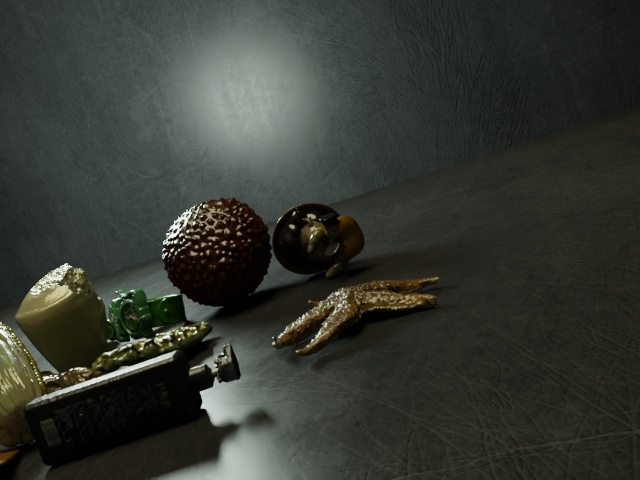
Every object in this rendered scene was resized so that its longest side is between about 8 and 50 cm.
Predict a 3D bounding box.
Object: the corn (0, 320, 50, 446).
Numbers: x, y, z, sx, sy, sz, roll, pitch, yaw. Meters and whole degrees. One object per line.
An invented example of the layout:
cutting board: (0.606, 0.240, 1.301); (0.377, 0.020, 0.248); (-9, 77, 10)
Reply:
corn: (-0.566, 0.242, 1.213); (0.122, 0.123, 0.305); (-43, 41, -14)

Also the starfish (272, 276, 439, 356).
starfish: (0.063, 0.113, 1.193); (0.303, 0.060, 0.299); (-18, 6, 6)

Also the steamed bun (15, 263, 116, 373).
steamed bun: (-0.551, 0.187, 1.567); (0.170, 0.225, 0.200); (-19, 26, 21)

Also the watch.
watch: (-0.422, 0.173, 1.704); (0.165, 0.131, 0.152); (-13, 0, 41)

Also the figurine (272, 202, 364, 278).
figurine: (0.003, -0.003, 1.665); (0.167, 0.192, 0.257); (-39, 23, -32)

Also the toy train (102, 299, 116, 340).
toy train: (-0.625, 0.207, 1.781); (0.105, 0.157, 0.253); (-27, 11, -41)

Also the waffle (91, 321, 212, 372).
waffle: (-0.334, 0.220, 1.393); (0.224, 0.054, 0.204); (-17, -2, 16)

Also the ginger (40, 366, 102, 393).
ginger: (-0.573, 0.301, 1.351); (0.333, 0.080, 0.166); (-16, -3, 32)

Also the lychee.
lychee: (-0.253, 0.031, 1.696); (0.276, 0.275, 0.304); (-22, 27, -16)

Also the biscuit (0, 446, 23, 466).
biscuit: (-0.581, 0.351, 1.030); (0.237, 0.013, 0.232); (-10, -6, -15)

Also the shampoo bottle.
shampoo bottle: (-0.268, 0.234, 1.010); (0.310, 0.098, 0.071); (-18, 4, 2)
